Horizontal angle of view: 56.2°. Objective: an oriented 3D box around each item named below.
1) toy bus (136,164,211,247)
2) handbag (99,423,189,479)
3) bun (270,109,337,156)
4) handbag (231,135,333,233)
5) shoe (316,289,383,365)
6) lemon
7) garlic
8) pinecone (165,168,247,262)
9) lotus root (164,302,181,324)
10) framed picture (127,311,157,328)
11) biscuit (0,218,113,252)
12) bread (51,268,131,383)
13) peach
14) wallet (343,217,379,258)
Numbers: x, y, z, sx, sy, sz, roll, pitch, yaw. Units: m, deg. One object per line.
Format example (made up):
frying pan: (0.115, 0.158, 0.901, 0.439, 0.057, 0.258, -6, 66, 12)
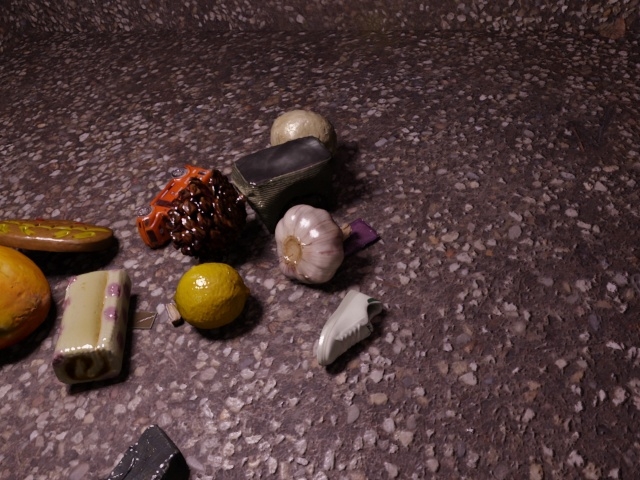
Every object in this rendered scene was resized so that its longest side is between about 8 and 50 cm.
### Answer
toy bus: (-0.500, -0.115, 2.108, 0.153, 0.143, 0.329, 12, 46, 22)
handbag: (-0.440, 0.573, 1.427, 0.175, 0.089, 0.270, 14, 48, 36)
bun: (-0.063, -0.351, 2.190, 0.259, 0.259, 0.152, 2, 58, 14)
handbag: (-0.114, -0.191, 2.032, 0.340, 0.240, 0.247, -23, 41, -13)
shoe: (0.084, 0.241, 1.643, 0.110, 0.095, 0.265, 11, 45, 22)
lemon: (-0.319, 0.160, 1.743, 0.231, 0.192, 0.192, -6, 43, 3)
garlic: (0.000, 0.000, 1.843, 0.253, 0.245, 0.245, -19, 38, -41)
pinecone: (-0.363, -0.074, 1.925, 0.242, 0.296, 0.298, 37, 18, -3)
lotus root: (-0.444, 0.224, 1.820, 0.037, 0.030, 0.083, -20, 45, -18)
framed picture: (-0.552, 0.245, 1.839, 0.089, 0.007, 0.066, -2, 44, 10)
biscuit: (-0.910, -0.033, 2.046, 0.394, 0.070, 0.350, 4, 11, -12)
bread: (-0.660, 0.246, 1.755, 0.187, 0.155, 0.338, -7, 40, -7)
peach: (-1.007, 0.161, 1.821, 0.372, 0.290, 0.373, -7, 39, 6)
wallet: (0.096, -0.004, 1.941, 0.165, 0.030, 0.111, -30, 46, -19)
